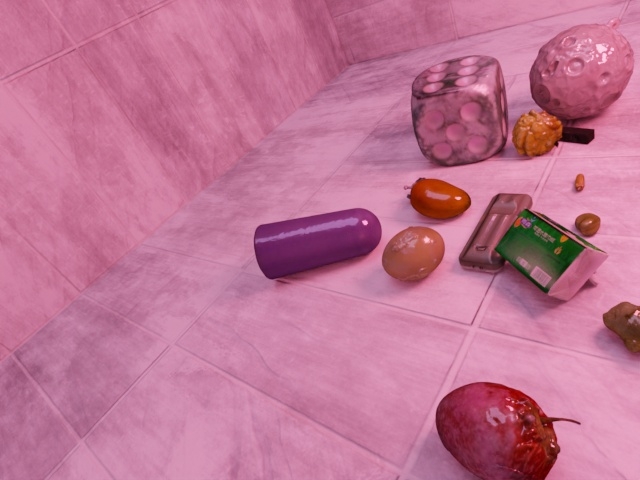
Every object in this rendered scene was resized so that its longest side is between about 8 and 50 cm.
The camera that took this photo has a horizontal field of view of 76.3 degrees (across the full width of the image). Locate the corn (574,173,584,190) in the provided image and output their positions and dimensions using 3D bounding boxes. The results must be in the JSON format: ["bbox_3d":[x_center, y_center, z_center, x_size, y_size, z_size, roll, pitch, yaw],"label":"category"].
[{"bbox_3d":[0.827,-0.184,1.297,0.027,0.028,0.083,-6,35,39],"label":"corn"}]

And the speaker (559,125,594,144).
[{"bbox_3d":[0.910,-0.397,1.516,0.046,0.040,0.191,-36,33,-16],"label":"speaker"}]

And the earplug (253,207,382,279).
[{"bbox_3d":[0.000,0.000,1.492,0.456,0.215,0.215,-12,36,16],"label":"earplug"}]

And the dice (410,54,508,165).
[{"bbox_3d":[0.573,-0.534,1.669,0.330,0.348,0.328,-5,41,32],"label":"dice"}]

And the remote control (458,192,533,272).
[{"bbox_3d":[0.546,-0.037,1.262,0.128,0.065,0.335,6,46,43],"label":"remote control"}]

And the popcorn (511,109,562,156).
[{"bbox_3d":[0.795,-0.389,1.491,0.173,0.173,0.142,-28,16,-1],"label":"popcorn"}]

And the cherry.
[{"bbox_3d":[0.322,0.359,0.779,0.250,0.192,0.175,-9,72,55],"label":"cherry"}]

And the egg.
[{"bbox_3d":[0.286,0.040,1.261,0.201,0.164,0.164,-30,33,4],"label":"egg"}]

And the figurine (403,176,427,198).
[{"bbox_3d":[0.379,-0.197,1.584,0.086,0.082,0.094,-21,18,-32],"label":"figurine"}]

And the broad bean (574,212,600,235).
[{"bbox_3d":[0.756,-0.049,1.151,0.063,0.045,0.083,-17,25,35],"label":"broad bean"}]

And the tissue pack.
[{"bbox_3d":[0.603,0.036,1.059,0.148,0.156,0.209,-64,29,22],"label":"tissue pack"}]

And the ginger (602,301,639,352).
[{"bbox_3d":[0.744,0.176,0.814,0.290,0.089,0.137,-12,54,31],"label":"ginger"}]

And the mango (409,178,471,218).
[{"bbox_3d":[0.419,-0.146,1.453,0.151,0.120,0.221,-39,44,-19],"label":"mango"}]

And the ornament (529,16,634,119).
[{"bbox_3d":[0.956,-0.621,1.525,0.337,0.337,0.337,-19,34,13],"label":"ornament"}]
